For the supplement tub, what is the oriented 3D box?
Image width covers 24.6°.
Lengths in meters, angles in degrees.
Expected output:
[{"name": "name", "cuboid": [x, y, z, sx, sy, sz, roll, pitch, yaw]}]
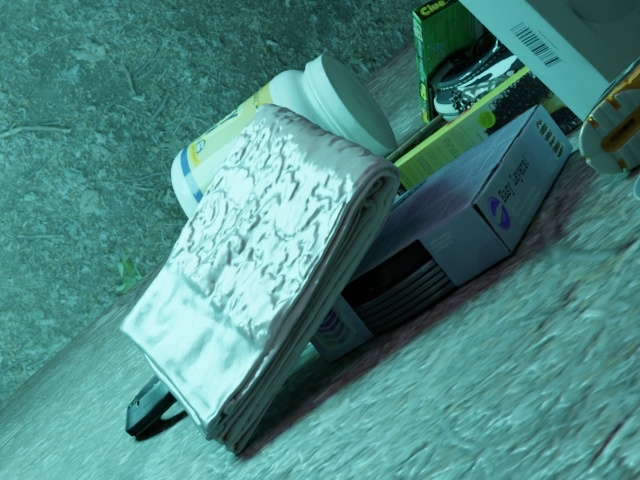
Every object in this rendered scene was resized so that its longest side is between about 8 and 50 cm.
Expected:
[{"name": "supplement tub", "cuboid": [-0.058, -0.131, 2.361, 0.316, 0.228, 0.228, -36, 8, 17]}]

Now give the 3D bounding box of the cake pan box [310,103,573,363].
[{"name": "cake pan box", "cuboid": [0.114, -0.009, 1.467, 0.246, 0.070, 0.267, -36, 8, 33]}]

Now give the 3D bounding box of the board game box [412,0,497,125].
[{"name": "board game box", "cuboid": [0.203, -0.277, 2.141, 0.136, 0.030, 0.259, -28, -30, -10]}]

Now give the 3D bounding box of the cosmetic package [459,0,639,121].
[{"name": "cosmetic package", "cuboid": [0.289, -0.273, 1.477, 0.224, 0.224, 0.138, -47, 6, -9]}]

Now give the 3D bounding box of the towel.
[{"name": "towel", "cuboid": [-0.073, 0.020, 1.507, 0.317, 0.053, 0.332, -58, 28, 2]}]

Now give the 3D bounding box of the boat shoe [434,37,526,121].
[{"name": "boat shoe", "cuboid": [0.324, -0.324, 1.985, 0.500, 0.156, 0.187, -35, 9, 43]}]

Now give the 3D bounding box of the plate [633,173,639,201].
[{"name": "plate", "cuboid": [0.318, -0.081, 1.098, 0.188, 0.024, 0.188, -37, 7, 6]}]

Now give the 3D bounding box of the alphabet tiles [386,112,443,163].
[{"name": "alphabet tiles", "cuboid": [0.076, -0.078, 2.059, 0.237, 0.009, 0.198, -40, -8, -6]}]

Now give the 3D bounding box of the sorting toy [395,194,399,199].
[{"name": "sorting toy", "cuboid": [0.106, -0.065, 1.961, 0.075, 0.045, 0.083, -19, 8, 0]}]

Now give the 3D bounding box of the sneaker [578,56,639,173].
[{"name": "sneaker", "cuboid": [0.313, -0.147, 1.297, 0.215, 0.084, 0.083, -38, 3, 10]}]

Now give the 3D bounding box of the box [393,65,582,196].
[{"name": "box", "cuboid": [0.188, -0.112, 1.650, 0.232, 0.087, 0.058, -37, 8, 19]}]

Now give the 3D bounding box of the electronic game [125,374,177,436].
[{"name": "electronic game", "cuboid": [-0.162, 0.158, 1.840, 0.229, 0.048, 0.229, -45, 3, 4]}]

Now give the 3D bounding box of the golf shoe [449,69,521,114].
[{"name": "golf shoe", "cuboid": [0.234, -0.179, 1.916, 0.094, 0.077, 0.198, -29, 13, -8]}]
